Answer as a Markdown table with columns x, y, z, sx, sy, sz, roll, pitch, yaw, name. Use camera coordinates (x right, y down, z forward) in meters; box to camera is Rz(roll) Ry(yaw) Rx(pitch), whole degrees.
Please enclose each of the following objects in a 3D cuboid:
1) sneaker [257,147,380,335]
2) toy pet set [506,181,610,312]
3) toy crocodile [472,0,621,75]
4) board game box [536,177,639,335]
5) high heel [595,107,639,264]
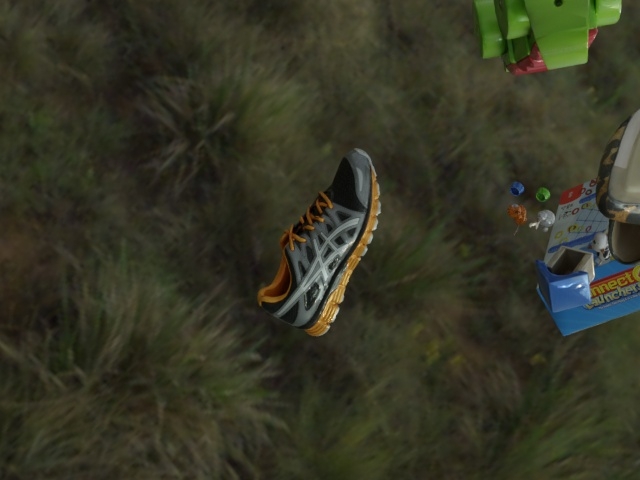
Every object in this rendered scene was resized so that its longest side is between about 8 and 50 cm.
| x | y | z | sx | sy | sz | roll | pitch | yaw | name |
| --- | --- | --- | --- | --- | --- | --- | --- | --- | --- |
| 0.000 | 0.000 | 1.253 | 0.083 | 0.215 | 0.084 | 17 | 12 | -18 | sneaker |
| 0.247 | 0.012 | 1.226 | 0.065 | 0.122 | 0.114 | -45 | 136 | -35 | toy pet set |
| 0.225 | -0.214 | 1.173 | 0.340 | 0.115 | 0.105 | -90 | 171 | -88 | toy crocodile |
| 0.481 | -0.023 | 1.659 | 0.086 | 0.302 | 0.308 | 57 | 30 | -16 | board game box |
| 0.228 | -0.012 | 0.829 | 0.093 | 0.186 | 0.261 | 48 | 41 | 17 | high heel |
